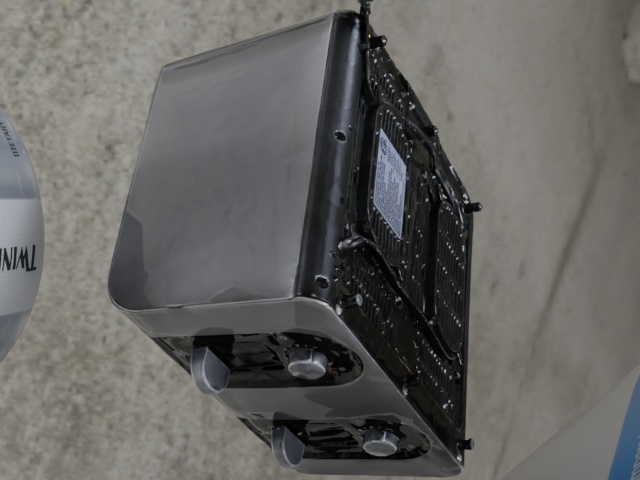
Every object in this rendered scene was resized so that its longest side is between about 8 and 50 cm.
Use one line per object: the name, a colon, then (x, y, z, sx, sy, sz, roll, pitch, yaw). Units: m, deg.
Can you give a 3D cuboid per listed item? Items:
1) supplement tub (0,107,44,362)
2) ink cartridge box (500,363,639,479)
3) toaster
supplement tub: (-0.251, 0.001, 0.435, 0.316, 0.193, 0.193, -12, 107, -79)
ink cartridge box: (0.145, 0.233, 0.452, 0.285, 0.395, 0.166, 43, 29, 1)
toaster: (0.000, 0.000, 0.538, 0.168, 0.110, 0.186, 53, 36, -48)
